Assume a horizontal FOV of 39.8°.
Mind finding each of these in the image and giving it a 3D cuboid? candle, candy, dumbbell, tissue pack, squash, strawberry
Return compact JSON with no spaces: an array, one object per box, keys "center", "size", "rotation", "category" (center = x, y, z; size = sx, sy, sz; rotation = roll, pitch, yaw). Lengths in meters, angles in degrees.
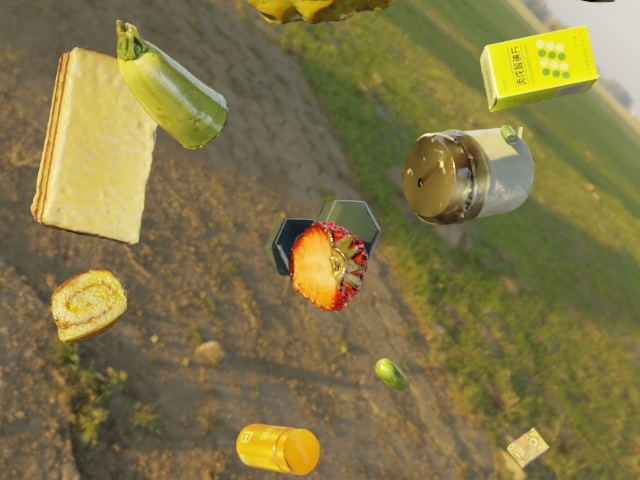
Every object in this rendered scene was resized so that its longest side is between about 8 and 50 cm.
[{"center":[0.369,-0.155,2.094],"size":[0.342,0.221,0.221],"rotation":[-8,53,-39],"category":"candle"},{"center":[-0.395,-0.164,1.575],"size":[0.179,0.321,0.135],"rotation":[9,0,-29],"category":"candy"},{"center":[0.000,0.000,2.093],"size":[0.144,0.324,0.160],"rotation":[35,66,-21],"category":"dumbbell"},{"center":[0.513,0.514,2.187],"size":[0.063,0.083,0.035],"rotation":[53,-19,27],"category":"tissue pack"},{"center":[0.087,0.159,1.032],"size":[0.027,0.027,0.089],"rotation":[60,9,34],"category":"squash"},{"center":[-0.208,-0.214,1.165],"size":[0.094,0.094,0.224],"rotation":[59,6,32],"category":"squash"},{"center":[0.026,0.051,1.876],"size":[0.111,0.236,0.190],"rotation":[-8,91,-29],"category":"strawberry"}]

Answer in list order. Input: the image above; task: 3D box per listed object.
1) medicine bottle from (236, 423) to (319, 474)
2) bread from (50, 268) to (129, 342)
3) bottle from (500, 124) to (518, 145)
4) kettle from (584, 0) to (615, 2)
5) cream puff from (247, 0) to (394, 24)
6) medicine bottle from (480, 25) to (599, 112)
[{"center":[-0.094,0.444,1.885],"size":[0.096,0.191,0.096],"rotation":[5,81,-34],"category":"medicine bottle"},{"center":[-0.380,0.106,1.443],"size":[0.103,0.132,0.172],"rotation":[61,-15,-1],"category":"bread"},{"center":[0.428,-0.241,2.008],"size":[0.030,0.030,0.083],"rotation":[41,17,-14],"category":"bottle"},{"center":[0.560,-0.596,1.766],"size":[0.144,0.232,0.202],"rotation":[13,14,-13],"category":"kettle"},{"center":[0.000,-0.412,1.175],"size":[0.282,0.281,0.185],"rotation":[-110,-171,-49],"category":"cream puff"},{"center":[0.512,-0.402,2.093],"size":[0.141,0.250,0.137],"rotation":[53,26,-84],"category":"medicine bottle"}]
